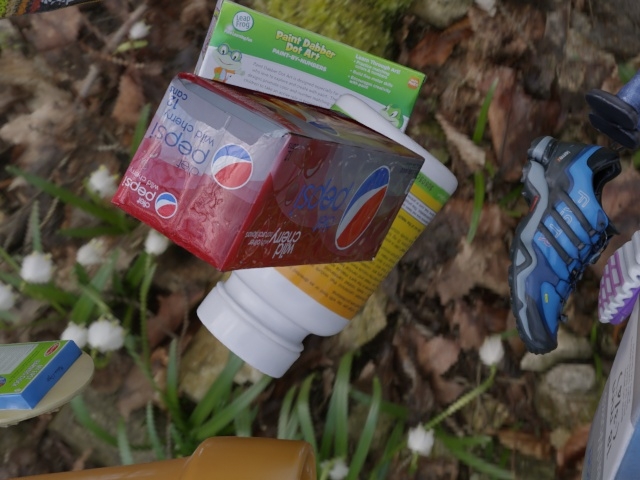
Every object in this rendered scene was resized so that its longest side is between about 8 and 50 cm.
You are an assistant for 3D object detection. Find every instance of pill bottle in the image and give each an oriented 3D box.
[{"bbox_3d":[0.000,0.000,1.108,0.136,0.136,0.245,38,94,-4],"label":"pill bottle"}]

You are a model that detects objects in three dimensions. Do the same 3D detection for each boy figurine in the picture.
[{"bbox_3d":[0.468,-0.258,1.581,0.092,0.177,0.285,36,83,29],"label":"boy figurine"}]

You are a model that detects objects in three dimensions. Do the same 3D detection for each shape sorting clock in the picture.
[{"bbox_3d":[-0.348,0.157,1.311,0.206,0.206,0.040,-5,108,14],"label":"shape sorting clock"}]

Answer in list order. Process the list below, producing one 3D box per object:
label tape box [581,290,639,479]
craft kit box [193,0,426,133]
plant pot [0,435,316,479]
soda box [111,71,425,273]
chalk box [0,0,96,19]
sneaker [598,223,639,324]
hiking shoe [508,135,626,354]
[{"bbox_3d":[0.274,0.135,0.670,0.241,0.106,0.333,10,137,5],"label":"label tape box"},{"bbox_3d":[-0.039,-0.118,1.381,0.250,0.061,0.246,19,102,-14],"label":"craft kit box"},{"bbox_3d":[-0.106,0.199,0.625,0.188,0.205,0.205,4,112,5],"label":"plant pot"},{"bbox_3d":[-0.021,-0.040,0.788,0.083,0.263,0.092,31,101,19],"label":"soda box"},{"bbox_3d":[-0.152,-0.219,0.553,0.179,0.289,0.180,33,127,30],"label":"chalk box"},{"bbox_3d":[0.442,0.030,1.555,0.105,0.095,0.236,20,129,-9],"label":"sneaker"},{"bbox_3d":[0.330,0.004,1.617,0.132,0.113,0.304,3,79,23],"label":"hiking shoe"}]
